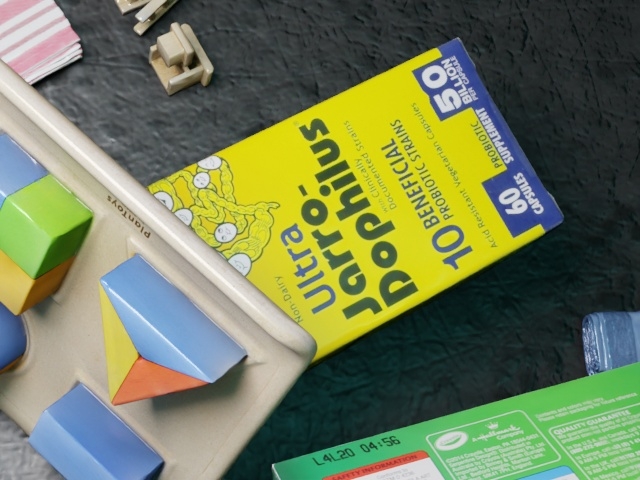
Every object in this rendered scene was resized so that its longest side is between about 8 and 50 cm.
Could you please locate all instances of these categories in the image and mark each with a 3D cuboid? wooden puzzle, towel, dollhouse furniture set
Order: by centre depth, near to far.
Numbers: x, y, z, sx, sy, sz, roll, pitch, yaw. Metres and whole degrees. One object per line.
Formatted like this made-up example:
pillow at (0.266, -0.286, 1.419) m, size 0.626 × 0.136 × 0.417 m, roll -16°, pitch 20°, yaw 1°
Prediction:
wooden puzzle at (-0.198, 0.077, 0.913) m, size 0.322 × 0.348 × 0.080 m, roll 41°, pitch 44°, yaw 8°
dollhouse furniture set at (-0.126, -0.250, 1.113) m, size 0.101 × 0.182 × 0.161 m, roll -28°, pitch 83°, yaw -18°
towel at (-0.340, -0.221, 1.141) m, size 0.144 × 0.029 × 0.197 m, roll -35°, pitch 83°, yaw -18°
towel at (0.325, 0.104, 1.204) m, size 0.119 × 0.029 × 0.067 m, roll 0°, pitch 76°, yaw -12°

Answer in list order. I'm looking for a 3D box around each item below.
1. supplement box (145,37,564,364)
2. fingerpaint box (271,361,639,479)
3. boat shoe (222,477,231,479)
supplement box at (0.000, 0.000, 1.071) m, size 0.356 × 0.195 × 0.194 m, roll -28°, pitch 83°, yaw -17°
fingerpaint box at (0.199, 0.303, 0.952) m, size 0.444 × 0.163 × 0.371 m, roll -13°, pitch 122°, yaw -16°
boat shoe at (0.028, 0.253, 1.058) m, size 0.320 × 0.118 × 0.103 m, roll 0°, pitch 78°, yaw -5°
